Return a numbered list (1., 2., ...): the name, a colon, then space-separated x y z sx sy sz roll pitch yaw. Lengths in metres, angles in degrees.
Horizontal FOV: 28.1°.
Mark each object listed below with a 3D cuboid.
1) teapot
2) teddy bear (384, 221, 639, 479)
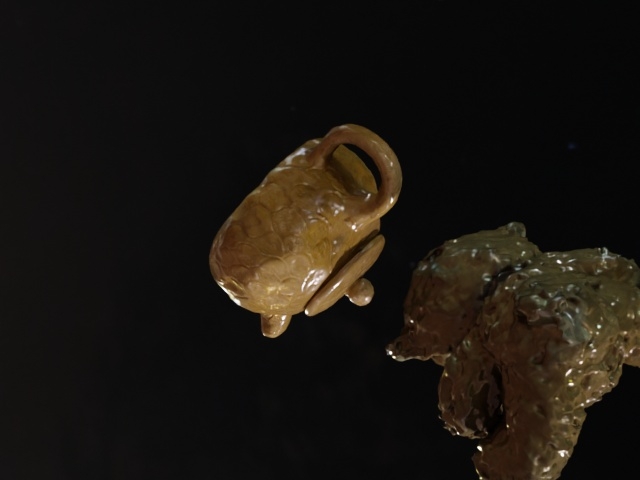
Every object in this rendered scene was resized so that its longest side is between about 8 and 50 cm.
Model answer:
1. teapot: 0.000 0.000 1.368 0.167 0.203 0.311 43 -48 5
2. teddy bear: 0.182 0.080 1.189 0.156 0.267 0.256 57 -17 -27
